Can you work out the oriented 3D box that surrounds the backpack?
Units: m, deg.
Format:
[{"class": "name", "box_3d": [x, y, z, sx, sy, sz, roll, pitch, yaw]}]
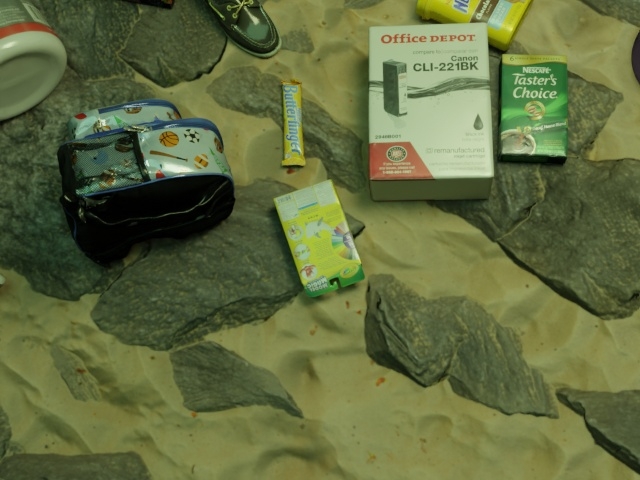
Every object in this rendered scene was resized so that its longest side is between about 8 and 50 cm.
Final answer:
[{"class": "backpack", "box_3d": [-0.272, -0.097, 1.480, 0.264, 0.276, 0.213, -7, 75, -10]}]

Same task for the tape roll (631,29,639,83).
[{"class": "tape roll", "box_3d": [0.617, -0.315, 1.539, 0.189, 0.080, 0.188, -1, 75, 4]}]

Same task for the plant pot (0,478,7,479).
[{"class": "plant pot", "box_3d": [-0.443, 0.454, 1.338, 0.215, 0.230, 0.215, -1, 73, 5]}]

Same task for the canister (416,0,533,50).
[{"class": "canister", "box_3d": [0.268, -0.411, 1.602, 0.170, 0.073, 0.126, 27, 79, 10]}]

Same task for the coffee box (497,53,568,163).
[{"class": "coffee box", "box_3d": [0.353, -0.220, 1.555, 0.113, 0.040, 0.184, 4, 75, 6]}]

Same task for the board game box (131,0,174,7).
[{"class": "board game box", "box_3d": [-0.333, -0.505, 1.695, 0.170, 0.048, 0.141, 13, 74, 9]}]

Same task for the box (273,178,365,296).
[{"class": "box", "box_3d": [0.000, 0.000, 1.525, 0.105, 0.043, 0.179, -19, 71, -1]}]

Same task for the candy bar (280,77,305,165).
[{"class": "candy bar", "box_3d": [-0.048, -0.202, 1.599, 0.040, 0.018, 0.161, -3, 75, 4]}]

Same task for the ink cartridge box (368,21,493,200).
[{"class": "ink cartridge box", "box_3d": [0.178, -0.211, 1.530, 0.197, 0.114, 0.272, -1, 73, 5]}]

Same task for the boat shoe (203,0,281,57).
[{"class": "boat shoe", "box_3d": [-0.154, -0.415, 1.642, 0.081, 0.068, 0.227, -40, 75, -6]}]

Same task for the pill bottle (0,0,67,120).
[{"class": "pill bottle", "box_3d": [-0.613, -0.398, 1.598, 0.210, 0.210, 0.363, -36, 77, -5]}]

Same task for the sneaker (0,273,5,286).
[{"class": "sneaker", "box_3d": [-0.620, 0.083, 1.541, 0.215, 0.084, 0.083, -6, 76, 14]}]
